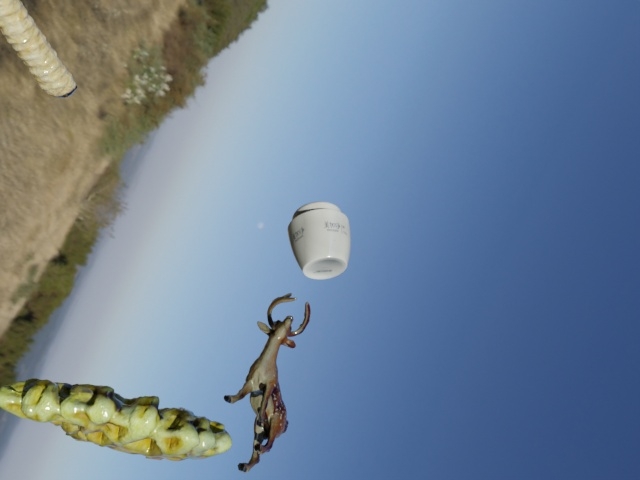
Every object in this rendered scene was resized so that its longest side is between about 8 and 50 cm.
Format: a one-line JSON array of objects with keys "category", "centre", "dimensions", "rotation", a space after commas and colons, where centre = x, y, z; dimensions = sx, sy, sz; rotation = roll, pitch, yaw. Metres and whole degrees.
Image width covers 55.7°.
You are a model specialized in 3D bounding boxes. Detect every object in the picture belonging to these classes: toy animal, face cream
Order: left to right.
[{"category": "toy animal", "centre": [-0.092, 0.241, 1.057], "dimensions": [0.260, 0.087, 0.244], "rotation": [-56, 155, -65]}, {"category": "face cream", "centre": [0.000, 0.000, 0.867], "dimensions": [0.091, 0.091, 0.095], "rotation": [-45, -137, 43]}]

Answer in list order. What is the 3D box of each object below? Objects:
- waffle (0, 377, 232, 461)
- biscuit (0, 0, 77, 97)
[{"category": "waffle", "centre": [-0.200, 0.190, 0.623], "dimensions": [0.204, 0.223, 0.054], "rotation": [91, 10, -67]}, {"category": "biscuit", "centre": [-0.475, -0.323, 0.981], "dimensions": [0.219, 0.061, 0.055], "rotation": [70, 27, -49]}]
